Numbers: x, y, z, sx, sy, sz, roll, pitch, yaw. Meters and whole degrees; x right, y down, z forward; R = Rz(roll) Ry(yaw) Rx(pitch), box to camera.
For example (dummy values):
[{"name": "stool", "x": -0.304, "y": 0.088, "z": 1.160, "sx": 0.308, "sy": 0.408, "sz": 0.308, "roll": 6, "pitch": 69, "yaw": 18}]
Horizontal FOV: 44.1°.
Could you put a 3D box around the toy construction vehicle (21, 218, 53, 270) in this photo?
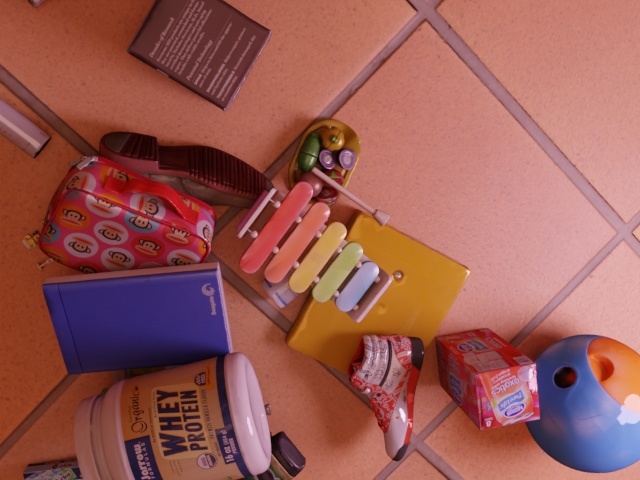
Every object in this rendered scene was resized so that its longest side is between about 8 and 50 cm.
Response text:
[{"name": "toy construction vehicle", "x": -0.527, "y": 0.002, "z": 1.541, "sx": 0.098, "sy": 0.035, "sz": 0.086, "roll": -30, "pitch": 105, "yaw": -3}]

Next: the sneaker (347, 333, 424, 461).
[{"name": "sneaker", "x": 0.122, "y": 0.325, "z": 1.653, "sx": 0.145, "sy": 0.090, "sz": 0.270, "roll": 7, "pitch": 99, "yaw": -10}]

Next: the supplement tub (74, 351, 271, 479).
[{"name": "supplement tub", "x": -0.267, "y": 0.349, "z": 1.461, "sx": 0.316, "sy": 0.228, "sz": 0.228, "roll": -14, "pitch": 104, "yaw": 1}]

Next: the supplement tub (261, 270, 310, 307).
[{"name": "supplement tub", "x": -0.060, "y": 0.081, "z": 1.621, "sx": 0.107, "sy": 0.071, "sz": 0.071, "roll": -37, "pitch": 105, "yaw": -1}]

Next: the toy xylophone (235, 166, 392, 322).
[{"name": "toy xylophone", "x": 0.000, "y": 0.000, "z": 1.536, "sx": 0.322, "sy": 0.081, "sz": 0.236, "roll": 28, "pitch": 95, "yaw": -16}]

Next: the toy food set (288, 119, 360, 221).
[{"name": "toy food set", "x": 0.005, "y": -0.135, "z": 1.587, "sx": 0.128, "sy": 0.071, "sz": 0.218, "roll": 21, "pitch": 97, "yaw": -13}]

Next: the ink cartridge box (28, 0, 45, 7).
[{"name": "ink cartridge box", "x": -0.502, "y": -0.537, "z": 1.444, "sx": 0.179, "sy": 0.045, "sz": 0.145, "roll": -44, "pitch": 105, "yaw": -18}]

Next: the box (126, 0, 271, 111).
[{"name": "box", "x": -0.222, "y": -0.362, "z": 1.451, "sx": 0.203, "sy": 0.168, "sz": 0.167, "roll": 30, "pitch": 96, "yaw": -14}]

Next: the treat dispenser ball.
[{"name": "treat dispenser ball", "x": 0.571, "y": 0.343, "z": 1.672, "sx": 0.288, "sy": 0.288, "sz": 0.288, "roll": -2, "pitch": 102, "yaw": -10}]

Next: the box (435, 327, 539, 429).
[{"name": "box", "x": 0.339, "y": 0.279, "z": 1.634, "sx": 0.128, "sy": 0.257, "sz": 0.123, "roll": -8, "pitch": 101, "yaw": -8}]

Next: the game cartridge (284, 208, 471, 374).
[{"name": "game cartridge", "x": 0.121, "y": 0.136, "z": 1.679, "sx": 0.285, "sy": 0.053, "sz": 0.324, "roll": 28, "pitch": 98, "yaw": -14}]

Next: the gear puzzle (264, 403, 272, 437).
[{"name": "gear puzzle", "x": -0.161, "y": 0.489, "z": 1.701, "sx": 0.175, "sy": 0.044, "sz": 0.339, "roll": -13, "pitch": 103, "yaw": 0}]

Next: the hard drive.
[{"name": "hard drive", "x": -0.337, "y": 0.150, "z": 1.490, "sx": 0.318, "sy": 0.040, "sz": 0.210, "roll": -5, "pitch": 121, "yaw": 0}]

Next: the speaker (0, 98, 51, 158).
[{"name": "speaker", "x": -0.576, "y": -0.216, "z": 1.478, "sx": 0.136, "sy": 0.055, "sz": 0.055, "roll": 38, "pitch": 93, "yaw": -14}]

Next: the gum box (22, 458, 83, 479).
[{"name": "gum box", "x": -0.517, "y": 0.547, "z": 1.640, "sx": 0.157, "sy": 0.041, "sz": 0.184, "roll": -6, "pitch": 102, "yaw": 1}]

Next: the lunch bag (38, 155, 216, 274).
[{"name": "lunch bag", "x": -0.348, "y": -0.028, "z": 1.456, "sx": 0.293, "sy": 0.120, "sz": 0.258, "roll": 25, "pitch": 135, "yaw": -21}]

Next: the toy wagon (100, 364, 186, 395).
[{"name": "toy wagon", "x": -0.311, "y": 0.299, "z": 1.602, "sx": 0.267, "sy": 0.068, "sz": 0.344, "roll": -4, "pitch": 98, "yaw": 0}]

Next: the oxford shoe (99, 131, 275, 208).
[{"name": "oxford shoe", "x": -0.262, "y": -0.110, "z": 1.543, "sx": 0.348, "sy": 0.123, "sz": 0.130, "roll": 15, "pitch": 124, "yaw": -13}]

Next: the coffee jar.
[{"name": "coffee jar", "x": -0.123, "y": 0.482, "z": 1.636, "sx": 0.184, "sy": 0.079, "sz": 0.096, "roll": -38, "pitch": 94, "yaw": 6}]
